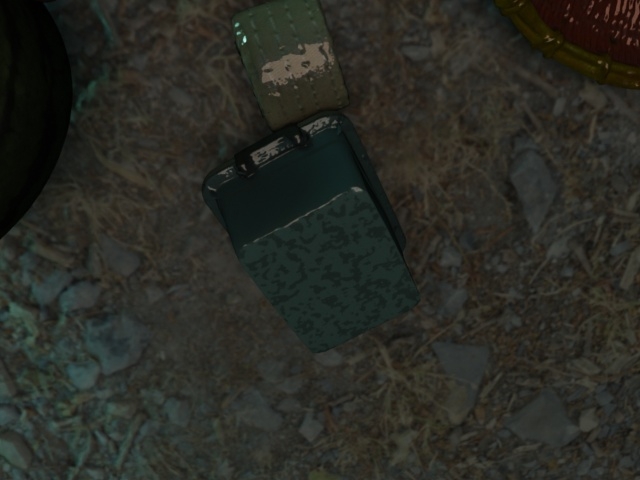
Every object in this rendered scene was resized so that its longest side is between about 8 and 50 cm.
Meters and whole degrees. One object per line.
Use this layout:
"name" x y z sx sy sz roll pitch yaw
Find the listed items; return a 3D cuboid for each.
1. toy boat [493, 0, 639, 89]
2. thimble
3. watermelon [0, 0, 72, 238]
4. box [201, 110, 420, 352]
"toy boat" 0.306 -0.223 0.622 0.317 0.099 0.141 13 105 -8
"thimble" -0.029 -0.169 0.603 0.090 0.102 0.115 -20 82 2
"watermelon" -0.354 -0.106 0.498 0.279 0.279 0.359 41 103 -18
"box" 0.000 0.000 0.635 0.162 0.130 0.227 -27 135 5
